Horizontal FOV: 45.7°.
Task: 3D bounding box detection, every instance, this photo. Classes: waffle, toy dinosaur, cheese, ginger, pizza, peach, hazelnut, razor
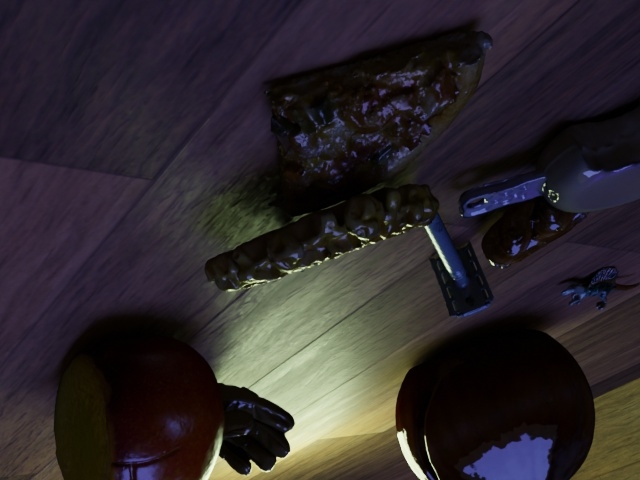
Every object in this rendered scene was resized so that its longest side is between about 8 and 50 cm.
[{"bbox_3d":[0.000,-0.001,0.840,0.253,0.056,0.249,-23,176,34],"label":"waffle"},{"bbox_3d":[0.538,0.085,1.452,0.187,0.044,0.106,-15,139,-3],"label":"toy dinosaur"},{"bbox_3d":[0.305,-0.082,0.914,0.286,0.082,0.163,-17,154,0],"label":"cheese"},{"bbox_3d":[0.283,-0.025,1.028,0.162,0.073,0.103,-35,164,19],"label":"ginger"},{"bbox_3d":[0.032,-0.103,0.716,0.292,0.058,0.197,-35,150,32],"label":"pizza"},{"bbox_3d":[-0.249,0.243,1.049,0.245,0.248,0.275,-42,159,-42],"label":"peach"},{"bbox_3d":[0.359,0.364,1.574,0.409,0.359,0.359,-30,153,5],"label":"hazelnut"},{"bbox_3d":[0.163,0.006,1.014,0.068,0.106,0.232,-24,142,11],"label":"razor"}]

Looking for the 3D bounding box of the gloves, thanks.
[{"bbox_3d":[-0.210,0.325,1.323,0.331,0.141,0.154,-5,127,-5],"label":"gloves"}]
